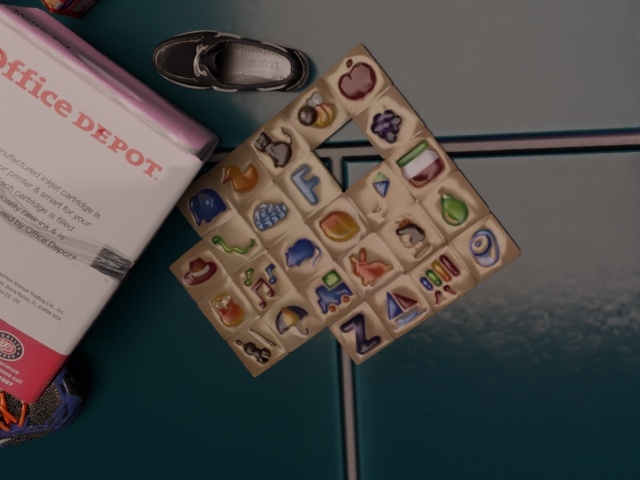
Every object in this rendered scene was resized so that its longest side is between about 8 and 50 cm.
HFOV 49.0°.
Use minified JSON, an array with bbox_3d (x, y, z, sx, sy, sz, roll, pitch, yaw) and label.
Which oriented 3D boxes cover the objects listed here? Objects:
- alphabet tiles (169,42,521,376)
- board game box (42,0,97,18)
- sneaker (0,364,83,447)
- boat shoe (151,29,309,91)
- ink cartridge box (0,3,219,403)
[{"bbox_3d":[0.000,0.000,0.553,0.237,0.009,0.198,-37,92,17],"label":"alphabet tiles"},{"bbox_3d":[-0.197,-0.291,0.520,0.147,0.045,0.193,-34,92,16],"label":"board game box"},{"bbox_3d":[-0.305,0.159,0.610,0.221,0.087,0.083,-21,96,16],"label":"sneaker"},{"bbox_3d":[-0.072,-0.133,0.527,0.125,0.038,0.046,12,103,10],"label":"boat shoe"},{"bbox_3d":[-0.212,-0.027,0.522,0.172,0.100,0.237,35,105,-10],"label":"ink cartridge box"}]
